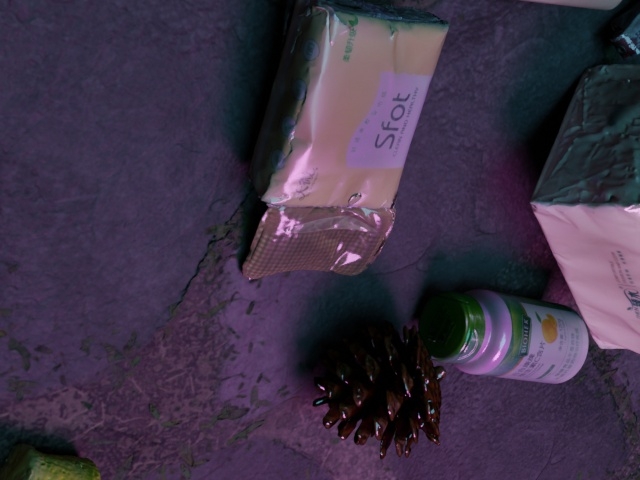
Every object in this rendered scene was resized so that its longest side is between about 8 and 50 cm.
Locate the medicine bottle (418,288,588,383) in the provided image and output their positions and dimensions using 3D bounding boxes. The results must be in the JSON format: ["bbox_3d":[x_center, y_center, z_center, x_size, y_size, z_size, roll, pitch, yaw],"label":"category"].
[{"bbox_3d":[0.282,0.147,1.583,0.274,0.133,0.134,11,104,-36],"label":"medicine bottle"}]

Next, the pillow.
[{"bbox_3d":[0.002,-0.002,1.367,0.211,0.034,0.135,-1,129,-33],"label":"pillow"}]

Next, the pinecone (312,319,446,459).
[{"bbox_3d":[0.085,0.213,1.450,0.207,0.207,0.208,-15,119,-29],"label":"pinecone"}]

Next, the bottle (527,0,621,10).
[{"bbox_3d":[0.334,-0.364,1.420,0.201,0.072,0.072,-3,113,-34],"label":"bottle"}]

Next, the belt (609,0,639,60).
[{"bbox_3d":[0.518,-0.364,1.553,0.232,0.071,0.053,-45,122,-13],"label":"belt"}]

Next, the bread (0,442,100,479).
[{"bbox_3d":[-0.341,0.322,1.260,0.114,0.111,0.129,32,87,-32],"label":"bread"}]

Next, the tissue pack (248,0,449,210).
[{"bbox_3d":[0.028,-0.170,1.269,0.215,0.123,0.257,-1,120,-36],"label":"tissue pack"}]

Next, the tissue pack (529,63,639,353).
[{"bbox_3d":[0.497,-0.038,1.559,0.297,0.207,0.380,-58,134,-29],"label":"tissue pack"}]
